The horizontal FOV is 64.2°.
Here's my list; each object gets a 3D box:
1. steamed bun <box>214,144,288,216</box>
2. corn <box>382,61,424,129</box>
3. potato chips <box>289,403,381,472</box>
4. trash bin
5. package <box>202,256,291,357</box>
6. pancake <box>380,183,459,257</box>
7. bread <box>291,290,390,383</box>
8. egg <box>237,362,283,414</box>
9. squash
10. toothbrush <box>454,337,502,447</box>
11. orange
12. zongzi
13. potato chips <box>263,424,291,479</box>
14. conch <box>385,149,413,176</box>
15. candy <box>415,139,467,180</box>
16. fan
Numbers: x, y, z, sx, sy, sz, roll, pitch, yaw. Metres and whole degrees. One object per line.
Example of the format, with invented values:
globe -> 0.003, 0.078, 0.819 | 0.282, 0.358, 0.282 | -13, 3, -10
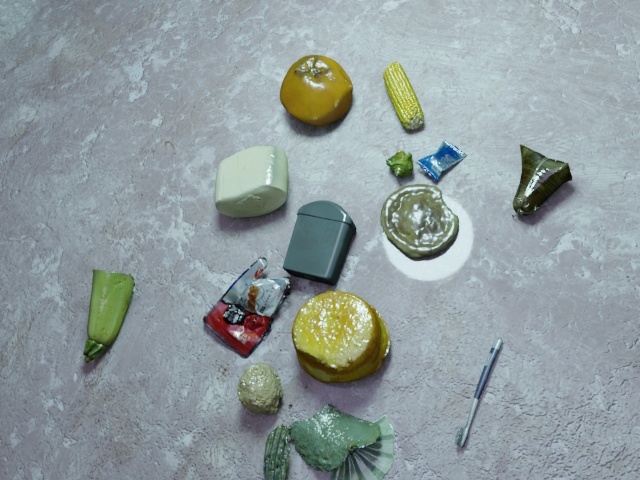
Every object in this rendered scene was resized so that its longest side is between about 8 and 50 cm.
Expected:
steamed bun -> -0.211, -0.184, 1.621 | 0.249, 0.155, 0.200 | -13, 61, 18
corn -> 0.264, -0.465, 1.639 | 0.081, 0.081, 0.249 | -20, 64, 8
potato chips -> 0.036, 0.499, 1.300 | 0.228, 0.059, 0.167 | -30, 43, 5
trash bin -> 0.000, 0.000, 1.511 | 0.176, 0.101, 0.237 | 13, 75, 20
package -> -0.207, 0.189, 1.513 | 0.194, 0.071, 0.270 | 36, 94, 29
pancake -> 0.285, -0.064, 1.479 | 0.222, 0.042, 0.237 | -9, 66, 9
bread -> 0.050, 0.251, 1.359 | 0.268, 0.146, 0.269 | -7, 62, 12
egg -> -0.164, 0.400, 1.374 | 0.118, 0.116, 0.140 | -6, 91, 10
squash -> -0.674, 0.242, 1.619 | 0.137, 0.137, 0.288 | 4, 83, 19
toothbrush -> 0.393, 0.372, 1.266 | 0.024, 0.026, 0.288 | -3, 57, 62
orange -> -0.020, -0.495, 1.681 | 0.248, 0.183, 0.249 | -7, 64, 14
zongzi -> 0.567, -0.169, 1.426 | 0.187, 0.084, 0.184 | -43, 48, 0
potato chips -> -0.114, 0.588, 1.319 | 0.091, 0.028, 0.208 | -16, 63, 40
conch -> 0.242, -0.237, 1.549 | 0.089, 0.074, 0.121 | 24, 52, 2
candy -> 0.364, -0.247, 1.538 | 0.136, 0.038, 0.088 | -38, 65, -12
fan -> 0.110, 0.549, 1.286 | 0.131, 0.009, 0.240 | 36, 81, 24
